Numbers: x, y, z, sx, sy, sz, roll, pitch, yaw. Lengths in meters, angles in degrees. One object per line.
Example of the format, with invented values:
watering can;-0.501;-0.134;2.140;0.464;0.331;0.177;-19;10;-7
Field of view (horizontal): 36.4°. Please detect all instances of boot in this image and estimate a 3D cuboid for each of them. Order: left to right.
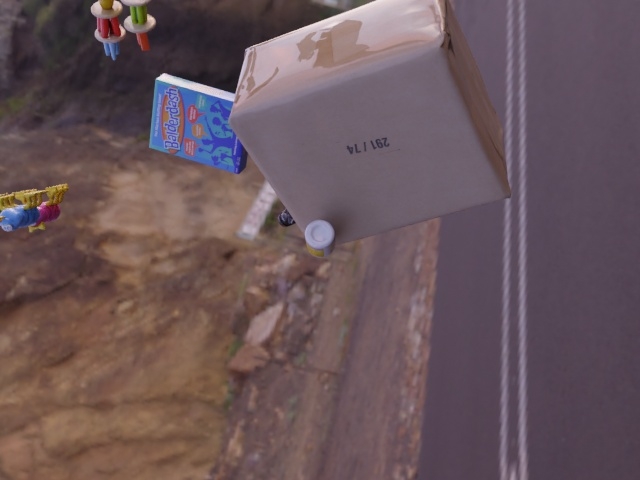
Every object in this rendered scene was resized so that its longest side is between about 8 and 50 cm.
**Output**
boot;-0.022;-0.068;1.874;0.121;0.045;0.099;-30;1;-26

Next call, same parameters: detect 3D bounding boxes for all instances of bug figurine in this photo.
bug figurine;-0.552;-0.038;1.642;0.216;0.279;0.072;-27;-71;-66

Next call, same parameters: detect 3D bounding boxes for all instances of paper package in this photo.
paper package;0.078;-0.169;1.410;0.168;0.325;0.309;-84;-30;-44

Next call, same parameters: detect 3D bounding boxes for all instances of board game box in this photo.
board game box;-0.250;-0.244;2.043;0.047;0.210;0.160;-55;-21;-58

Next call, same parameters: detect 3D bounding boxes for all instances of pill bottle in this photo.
pill bottle;0.000;0.000;1.432;0.083;0.043;0.043;85;-163;-75

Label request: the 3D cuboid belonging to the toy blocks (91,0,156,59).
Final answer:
toy blocks;-0.327;-0.357;1.627;0.054;0.123;0.148;-49;-25;-36
